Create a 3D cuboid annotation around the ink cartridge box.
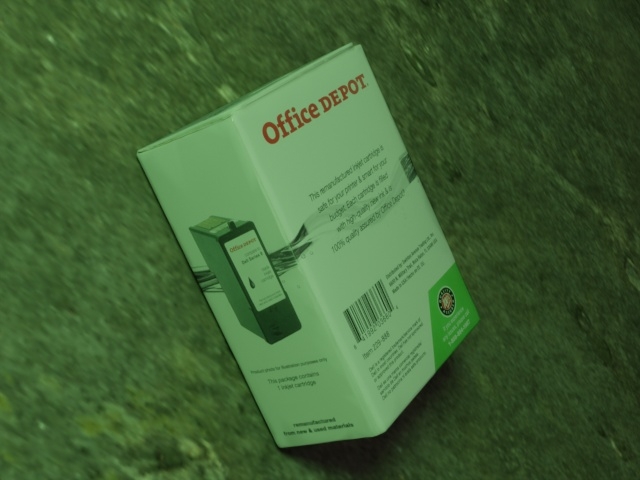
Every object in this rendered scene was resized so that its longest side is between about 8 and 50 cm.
[{"bbox_3d":[0.000,0.000,0.967,0.211,0.121,0.289,-37,107,-50],"label":"ink cartridge box"}]
